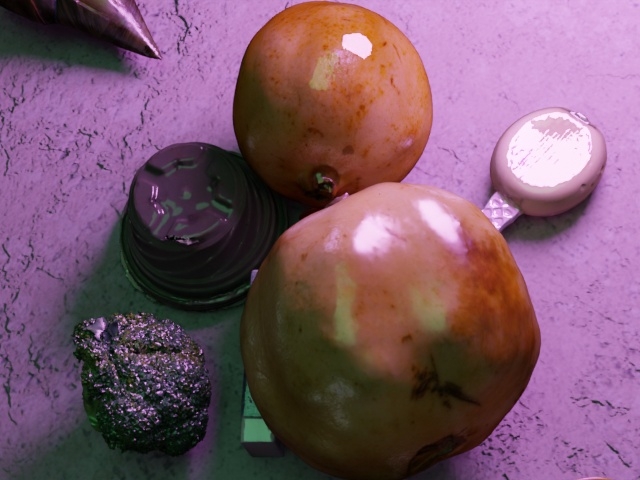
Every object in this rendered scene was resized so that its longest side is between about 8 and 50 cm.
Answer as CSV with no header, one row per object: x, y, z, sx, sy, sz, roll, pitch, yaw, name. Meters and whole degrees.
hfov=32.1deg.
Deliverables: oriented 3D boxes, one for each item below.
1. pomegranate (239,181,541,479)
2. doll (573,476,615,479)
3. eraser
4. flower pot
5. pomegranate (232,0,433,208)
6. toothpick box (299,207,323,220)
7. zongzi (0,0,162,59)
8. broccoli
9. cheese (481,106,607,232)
0.071,0.097,1.223,0.332,0.332,0.332,-3,66,6,pomegranate
0.180,0.391,1.168,0.340,0.209,0.318,12,101,14,doll
-0.063,0.149,1.346,0.046,0.092,0.212,0,68,6,eraser
-0.159,-0.034,1.412,0.235,0.140,0.235,-3,68,7,flower pot
0.015,-0.163,1.378,0.264,0.264,0.264,-3,66,6,pomegranate
0.000,0.000,1.426,0.047,0.047,0.083,-11,65,2,toothpick box
-0.311,-0.408,1.612,0.300,0.138,0.286,25,64,3,zongzi
-0.215,0.173,1.320,0.156,0.195,0.195,-19,64,21,broccoli
0.262,-0.072,1.414,0.137,0.064,0.227,39,75,24,cheese
